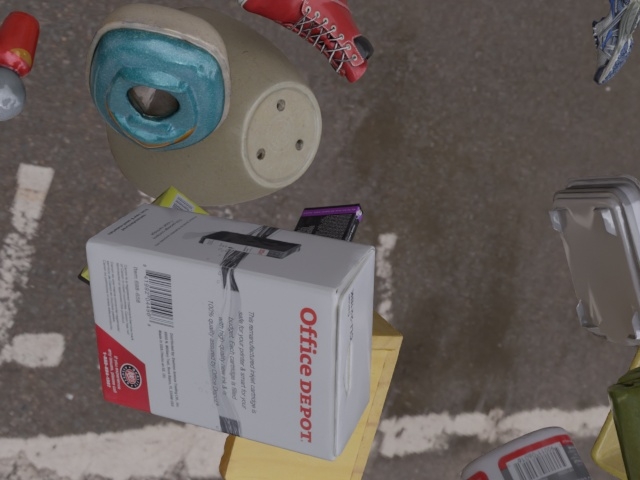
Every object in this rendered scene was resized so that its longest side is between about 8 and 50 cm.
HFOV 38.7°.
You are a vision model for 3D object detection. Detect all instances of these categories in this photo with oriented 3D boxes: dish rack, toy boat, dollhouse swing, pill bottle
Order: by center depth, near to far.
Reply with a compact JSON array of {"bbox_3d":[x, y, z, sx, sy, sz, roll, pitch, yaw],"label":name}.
[{"bbox_3d":[-0.276,-0.197,1.175,0.267,0.318,0.148,109,-9,-65],"label":"toy boat"},{"bbox_3d":[0.313,0.403,1.194,0.161,0.283,0.161,-19,155,-9],"label":"pill bottle"},{"bbox_3d":[0.530,0.048,1.690,0.072,0.285,0.332,-19,96,-13],"label":"dish rack"},{"bbox_3d":[-0.053,0.292,1.732,0.305,0.315,0.346,11,101,-21],"label":"dollhouse swing"}]

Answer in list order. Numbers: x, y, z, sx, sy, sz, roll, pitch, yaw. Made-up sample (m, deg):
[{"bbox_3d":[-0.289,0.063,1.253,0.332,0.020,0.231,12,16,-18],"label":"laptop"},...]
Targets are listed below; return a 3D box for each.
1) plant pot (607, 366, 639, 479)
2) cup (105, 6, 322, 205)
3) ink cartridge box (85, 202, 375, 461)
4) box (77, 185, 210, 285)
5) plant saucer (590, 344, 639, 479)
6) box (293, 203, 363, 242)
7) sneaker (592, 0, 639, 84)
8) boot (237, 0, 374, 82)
[{"bbox_3d":[0.390,0.223,0.824,0.276,0.276,0.253,-11,79,-47],"label":"plant pot"},{"bbox_3d":[-0.137,-0.193,1.461,0.331,0.237,0.331,-21,121,-41],"label":"cup"},{"bbox_3d":[-0.087,0.089,0.937,0.114,0.273,0.196,-46,142,-56],"label":"ink cartridge box"},{"bbox_3d":[-0.235,0.015,1.227,0.087,0.232,0.058,37,50,-18],"label":"box"},{"bbox_3d":[0.603,0.245,1.292,0.081,0.333,0.332,-21,132,-58],"label":"plant saucer"},{"bbox_3d":[0.000,0.000,1.624,0.029,0.116,0.162,65,35,-35],"label":"box"},{"bbox_3d":[0.405,-0.284,1.272,0.052,0.058,0.135,-30,144,-45],"label":"sneaker"},{"bbox_3d":[-0.010,-0.306,1.311,0.244,0.088,0.176,-21,83,-57],"label":"boot"}]
